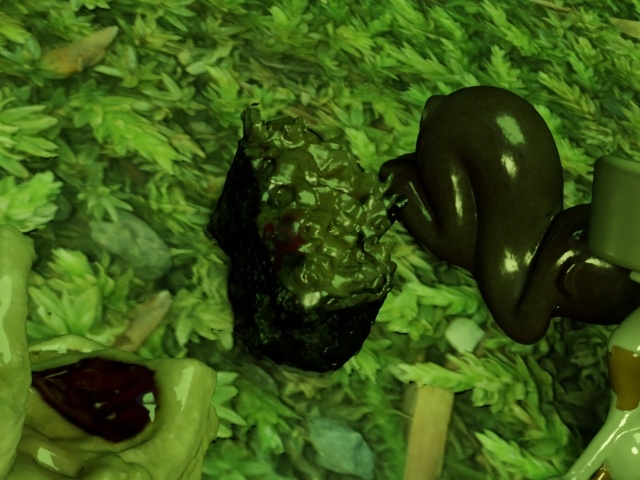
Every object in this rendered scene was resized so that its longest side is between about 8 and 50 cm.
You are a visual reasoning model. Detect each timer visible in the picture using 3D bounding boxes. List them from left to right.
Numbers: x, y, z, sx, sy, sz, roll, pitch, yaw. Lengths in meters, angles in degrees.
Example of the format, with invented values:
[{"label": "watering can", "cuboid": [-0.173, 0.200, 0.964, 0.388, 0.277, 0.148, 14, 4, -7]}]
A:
[{"label": "timer", "cuboid": [0.266, 0.081, 1.185, 0.175, 0.266, 0.175, 14, 7, -2]}]

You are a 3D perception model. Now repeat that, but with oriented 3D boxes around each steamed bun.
[{"label": "steamed bun", "cuboid": [-0.223, 0.131, 0.852, 0.247, 0.189, 0.428, 31, 38, 11]}]

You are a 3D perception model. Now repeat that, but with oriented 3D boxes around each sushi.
[{"label": "sushi", "cuboid": [0.000, 0.000, 1.191, 0.147, 0.115, 0.212, 13, 41, -21]}]

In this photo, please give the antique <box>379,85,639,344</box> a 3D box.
[{"label": "antique", "cuboid": [0.179, -0.024, 1.317, 0.121, 0.143, 0.257, -20, 64, -47]}]
